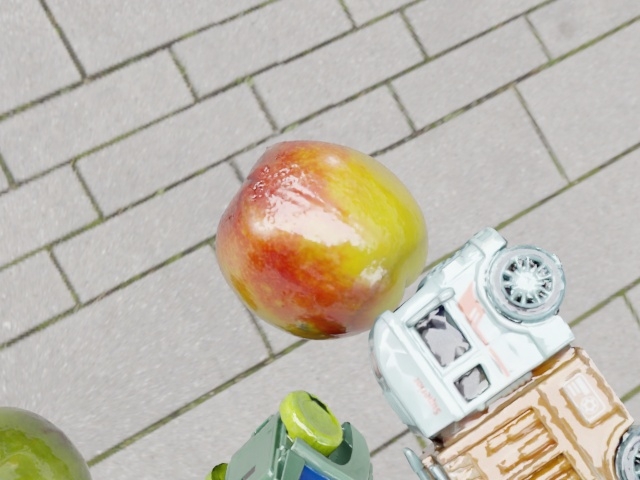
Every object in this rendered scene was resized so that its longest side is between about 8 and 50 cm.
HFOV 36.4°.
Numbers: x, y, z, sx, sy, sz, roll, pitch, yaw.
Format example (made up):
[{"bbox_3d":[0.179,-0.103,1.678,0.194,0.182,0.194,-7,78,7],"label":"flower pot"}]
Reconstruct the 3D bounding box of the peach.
[{"bbox_3d":[0.000,0.000,1.056,0.231,0.231,0.230,4,77,-16],"label":"peach"}]

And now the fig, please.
[{"bbox_3d":[-0.486,0.401,1.401,0.316,0.316,0.316,4,77,-16],"label":"fig"}]

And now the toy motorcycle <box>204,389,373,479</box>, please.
[{"bbox_3d":[-0.031,0.360,1.207,0.200,0.326,0.191,39,109,-16],"label":"toy motorcycle"}]

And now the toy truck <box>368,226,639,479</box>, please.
[{"bbox_3d":[0.152,0.153,0.695,0.162,0.136,0.305,-33,82,-6],"label":"toy truck"}]
